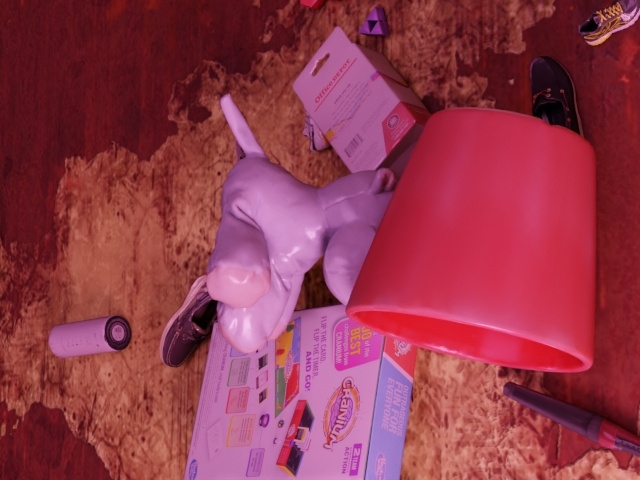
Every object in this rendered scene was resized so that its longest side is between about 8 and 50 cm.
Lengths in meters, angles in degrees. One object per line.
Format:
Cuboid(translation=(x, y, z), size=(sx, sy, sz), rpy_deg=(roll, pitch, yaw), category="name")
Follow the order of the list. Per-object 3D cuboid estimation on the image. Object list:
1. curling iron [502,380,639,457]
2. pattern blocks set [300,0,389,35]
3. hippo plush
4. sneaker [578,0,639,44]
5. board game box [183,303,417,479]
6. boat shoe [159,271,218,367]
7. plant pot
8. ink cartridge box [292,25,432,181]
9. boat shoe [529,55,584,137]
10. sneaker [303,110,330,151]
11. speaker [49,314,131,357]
Cuboid(translation=(0.318, 0.197, 1.528), size=(0.274, 0.035, 0.068), rpy_deg=(13, 87, 42), category="curling iron")
Cuboid(translation=(0.110, -0.426, 1.836), size=(0.285, 0.026, 0.325), rpy_deg=(32, 103, 41), category="pattern blocks set")
Cuboid(translation=(0.000, 0.000, 1.733), size=(0.236, 0.234, 0.294), rpy_deg=(-1, 63, 8), category="hippo plush")
Cuboid(translation=(0.331, -0.254, 1.597), size=(0.083, 0.035, 0.031), rpy_deg=(-40, 58, 30), category="sneaker")
Cuboid(translation=(-0.028, 0.208, 1.779), size=(0.316, 0.064, 0.242), rpy_deg=(-10, 61, 41), category="board game box")
Cuboid(translation=(-0.179, 0.118, 1.978), size=(0.049, 0.056, 0.152), rpy_deg=(40, 109, 45), category="boat shoe")
Cuboid(translation=(0.188, -0.002, 1.550), size=(0.275, 0.275, 0.243), rpy_deg=(3, 74, 42), category="plant pot")
Cuboid(translation=(0.057, -0.172, 1.809), size=(0.115, 0.067, 0.198), rpy_deg=(-50, 55, 24), category="ink cartridge box")
Cuboid(translation=(0.271, -0.160, 1.632), size=(0.049, 0.042, 0.133), rpy_deg=(-29, 62, 37), category="boat shoe")
Cuboid(translation=(-0.012, -0.158, 1.893), size=(0.037, 0.032, 0.083), rpy_deg=(-34, 61, 33), category="sneaker")
Cuboid(translation=(-0.353, 0.148, 2.129), size=(0.136, 0.055, 0.055), rpy_deg=(-11, 75, 41), category="speaker")
